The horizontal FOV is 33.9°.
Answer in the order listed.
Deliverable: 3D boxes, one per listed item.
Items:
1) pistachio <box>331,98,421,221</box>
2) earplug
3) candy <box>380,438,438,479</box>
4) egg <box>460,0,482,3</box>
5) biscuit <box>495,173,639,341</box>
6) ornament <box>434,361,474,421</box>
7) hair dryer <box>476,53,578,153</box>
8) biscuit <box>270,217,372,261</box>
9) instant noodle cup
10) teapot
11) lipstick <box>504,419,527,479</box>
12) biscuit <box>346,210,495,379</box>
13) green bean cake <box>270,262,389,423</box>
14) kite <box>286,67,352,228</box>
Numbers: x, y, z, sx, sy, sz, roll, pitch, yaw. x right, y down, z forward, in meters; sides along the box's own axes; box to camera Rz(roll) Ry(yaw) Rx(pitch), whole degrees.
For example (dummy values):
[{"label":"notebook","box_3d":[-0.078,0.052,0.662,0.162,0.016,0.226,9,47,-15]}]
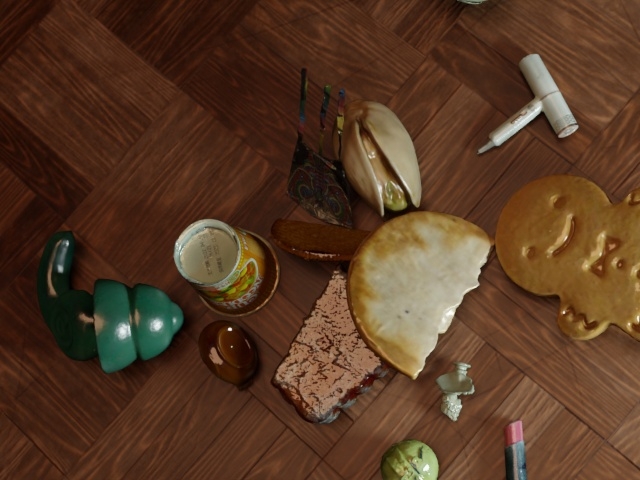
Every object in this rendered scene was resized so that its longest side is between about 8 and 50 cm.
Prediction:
[{"label":"pistachio","box_3d":[0.098,-0.143,1.824,0.144,0.144,0.215,-23,92,6]},{"label":"earplug","box_3d":[-0.381,0.120,1.878,0.280,0.164,0.257,1,41,0]},{"label":"candy","box_3d":[0.061,0.458,1.735,0.335,0.092,0.093,-43,109,7]},{"label":"egg","box_3d":[0.261,-0.541,1.857,0.186,0.186,0.253,-9,79,9]},{"label":"biscuit","box_3d":[0.447,0.022,1.714,0.355,0.052,0.275,34,93,30]},{"label":"ornament","box_3d":[0.225,0.248,1.759,0.068,0.041,0.092,40,97,36]},{"label":"hair dryer","box_3d":[0.335,-0.223,1.847,0.183,0.044,0.155,-26,71,8]},{"label":"biscuit","box_3d":[0.004,0.006,1.825,0.206,0.126,0.025,8,116,12]},{"label":"instant noodle cup","box_3d":[-0.169,0.037,1.814,0.168,0.185,0.168,-3,77,11]},{"label":"teapot","box_3d":[-0.162,0.202,1.837,0.098,0.078,0.129,-34,85,-39]},{"label":"lipstick","box_3d":[0.321,0.408,1.698,0.053,0.053,0.234,-3,75,11]},{"label":"biscuit","box_3d":[0.149,0.067,1.756,0.204,0.040,0.309,33,62,4]},{"label":"green bean cake","box_3d":[0.017,0.182,1.788,0.198,0.097,0.233,44,89,16]},{"label":"kite","box_3d":[-0.002,-0.153,1.799,0.152,0.285,0.015,26,42,29]}]
